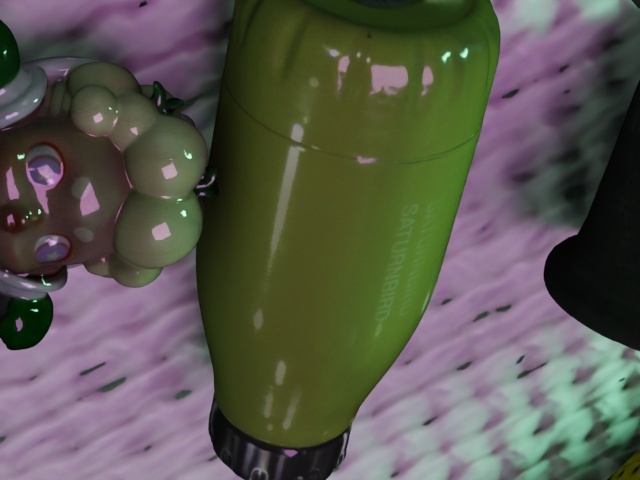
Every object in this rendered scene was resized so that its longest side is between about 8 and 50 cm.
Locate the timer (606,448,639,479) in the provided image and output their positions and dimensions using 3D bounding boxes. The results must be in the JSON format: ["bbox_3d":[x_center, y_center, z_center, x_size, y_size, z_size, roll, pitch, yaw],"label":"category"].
[{"bbox_3d":[0.326,0.233,0.898,0.387,0.376,0.376,-40,139,-26],"label":"timer"}]

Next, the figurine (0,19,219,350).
[{"bbox_3d":[-0.138,-0.021,0.603,0.197,0.093,0.147,-11,120,-17],"label":"figurine"}]

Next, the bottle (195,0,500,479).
[{"bbox_3d":[0.000,0.000,0.675,0.112,0.112,0.260,-4,128,-23],"label":"bottle"}]

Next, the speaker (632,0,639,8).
[{"bbox_3d":[0.128,-0.247,0.487,0.254,0.184,0.232,-40,133,13],"label":"speaker"}]

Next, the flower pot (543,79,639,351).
[{"bbox_3d":[0.231,-0.036,0.712,0.235,0.235,0.148,-5,110,-23],"label":"flower pot"}]
